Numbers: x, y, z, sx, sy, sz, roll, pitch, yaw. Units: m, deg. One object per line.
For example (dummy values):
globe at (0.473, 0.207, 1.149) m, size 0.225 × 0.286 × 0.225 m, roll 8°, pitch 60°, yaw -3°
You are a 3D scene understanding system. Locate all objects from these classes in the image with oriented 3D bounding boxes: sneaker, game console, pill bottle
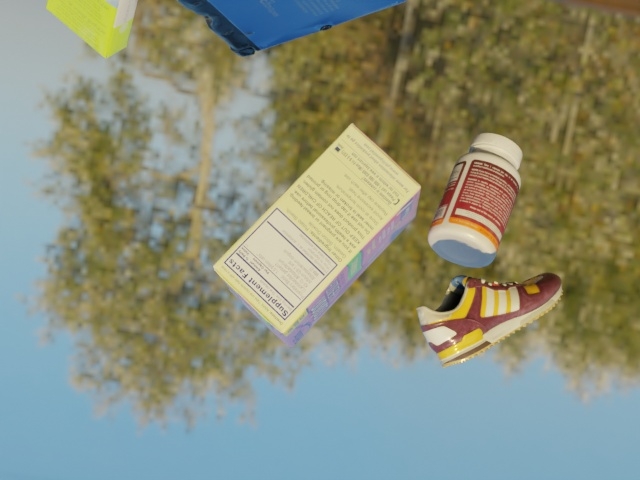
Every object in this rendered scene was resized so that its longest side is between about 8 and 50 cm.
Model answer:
sneaker at (0.190, 0.065, 1.736) m, size 0.185 × 0.084 × 0.069 m, roll -31°, pitch -177°, yaw -31°
game console at (-0.076, -0.264, 1.234) m, size 0.250 × 0.173 × 0.293 m, roll -17°, pitch 172°, yaw 9°
pill bottle at (0.192, -0.051, 1.893) m, size 0.086 × 0.152 × 0.086 m, roll 19°, pitch 155°, yaw 9°

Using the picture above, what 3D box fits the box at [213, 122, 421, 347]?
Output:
box at (0.000, 0.000, 1.934) m, size 0.117 × 0.243 × 0.213 m, roll 44°, pitch 175°, yaw 7°

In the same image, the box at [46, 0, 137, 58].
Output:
box at (-0.266, -0.317, 1.869) m, size 0.109 × 0.178 × 0.042 m, roll 40°, pitch -130°, yaw 15°
